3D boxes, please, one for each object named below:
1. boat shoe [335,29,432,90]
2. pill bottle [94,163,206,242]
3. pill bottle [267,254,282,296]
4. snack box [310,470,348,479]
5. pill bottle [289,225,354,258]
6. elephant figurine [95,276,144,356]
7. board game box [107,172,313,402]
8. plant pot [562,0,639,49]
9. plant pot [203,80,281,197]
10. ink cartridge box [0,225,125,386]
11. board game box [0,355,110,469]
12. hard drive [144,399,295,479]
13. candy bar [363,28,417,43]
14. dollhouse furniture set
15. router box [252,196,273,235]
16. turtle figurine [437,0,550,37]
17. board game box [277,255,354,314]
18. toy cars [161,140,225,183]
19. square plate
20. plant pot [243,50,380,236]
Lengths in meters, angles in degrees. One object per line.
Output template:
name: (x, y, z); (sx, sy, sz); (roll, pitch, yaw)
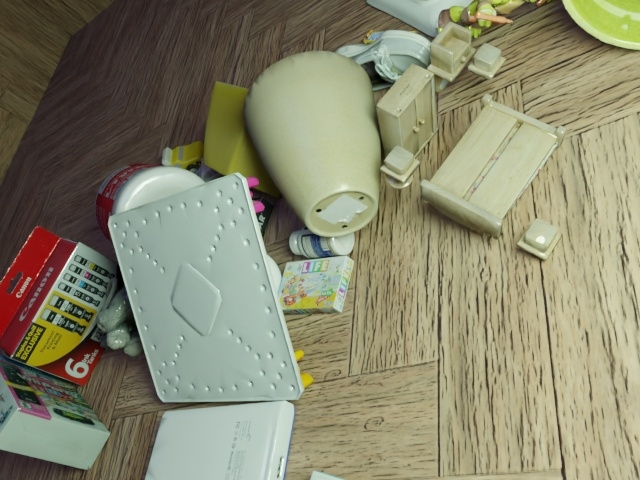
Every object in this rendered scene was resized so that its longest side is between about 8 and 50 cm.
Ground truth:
boat shoe: (0.124, -0.358, 1.293); (0.320, 0.118, 0.103); (12, 76, 52)
pill bottle: (-0.411, -0.069, 1.481); (0.229, 0.229, 0.407); (-60, 28, -9)
pill bottle: (-0.204, 0.105, 1.248); (0.245, 0.130, 0.131); (-14, 52, 37)
snack box: (0.023, 0.484, 0.793); (0.187, 0.060, 0.322); (-2, 60, 44)
pill bottle: (0.000, 0.000, 1.175); (0.120, 0.067, 0.067); (-6, 57, 41)
elephant figurine: (-0.455, 0.167, 1.445); (0.186, 0.170, 0.239); (-31, 17, -19)
board game box: (-0.216, 0.104, 1.142); (0.389, 0.050, 0.390); (-13, 94, 38)
plant pot: (0.510, -0.473, 0.906); (0.276, 0.276, 0.254); (-8, 45, 41)
plant pot: (-0.144, -0.217, 1.389); (0.212, 0.212, 0.187); (29, 97, 51)
ink cartridge box: (-0.644, 0.161, 1.526); (0.130, 0.271, 0.310); (9, 69, 48)
board game box: (-0.644, 0.383, 1.397); (0.303, 0.224, 0.098); (19, 77, 49)
hard drive: (-0.190, 0.399, 1.082); (0.318, 0.040, 0.210); (-16, 51, 36)
candy bar: (0.158, -0.464, 1.409); (0.161, 0.018, 0.040); (25, 80, 50)
dollhouse furniture set: (0.283, -0.148, 1.030); (0.355, 0.174, 0.303); (33, 75, 23)
router box: (-0.190, -0.007, 1.384); (0.133, 0.046, 0.179); (-4, 59, 43)
turtle figurine: (0.310, -0.424, 1.103); (0.269, 0.087, 0.217); (-30, 13, -27)
board game box: (-0.015, 0.086, 1.157); (0.154, 0.026, 0.104); (-9, 55, 41)
toy cars: (-0.335, -0.201, 1.641); (0.393, 0.087, 0.177); (11, 70, 48)
square plate: (0.287, -0.645, 1.394); (0.347, 0.049, 0.344); (-46, 39, 8)
plant pot: (0.006, -0.152, 1.110); (0.256, 0.256, 0.274); (-33, 51, 23)
